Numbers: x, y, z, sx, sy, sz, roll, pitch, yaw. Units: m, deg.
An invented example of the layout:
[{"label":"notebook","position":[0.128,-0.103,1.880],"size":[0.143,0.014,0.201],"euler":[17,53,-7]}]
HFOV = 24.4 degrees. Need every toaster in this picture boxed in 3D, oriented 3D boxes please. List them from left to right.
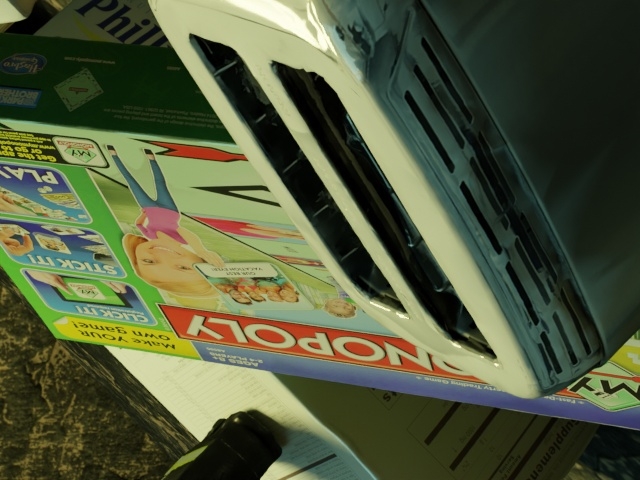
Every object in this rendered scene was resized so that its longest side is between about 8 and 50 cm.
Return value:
[{"label":"toaster","position":[0.055,-0.060,0.423],"size":[0.129,0.146,0.227],"euler":[27,157,49]}]

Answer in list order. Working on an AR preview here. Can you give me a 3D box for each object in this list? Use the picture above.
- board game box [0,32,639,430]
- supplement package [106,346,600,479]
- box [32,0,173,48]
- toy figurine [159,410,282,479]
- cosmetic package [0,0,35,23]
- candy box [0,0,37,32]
[{"label":"board game box","position":[0.000,0.000,0.638],"size":[0.317,0.046,0.213],"euler":[7,151,16]},{"label":"supplement package","position":[0.014,0.081,0.864],"size":[0.244,0.134,0.139],"euler":[46,148,-5]},{"label":"box","position":[-0.100,-0.071,0.804],"size":[0.126,0.137,0.072],"euler":[35,161,30]},{"label":"toy figurine","position":[-0.016,0.222,0.795],"size":[0.209,0.148,0.213],"euler":[21,142,31]},{"label":"cosmetic package","position":[-0.261,-0.203,0.658],"size":[0.224,0.138,0.225],"euler":[-4,146,25]},{"label":"candy box","position":[-0.268,-0.156,0.925],"size":[0.087,0.183,0.316],"euler":[50,164,-23]}]
